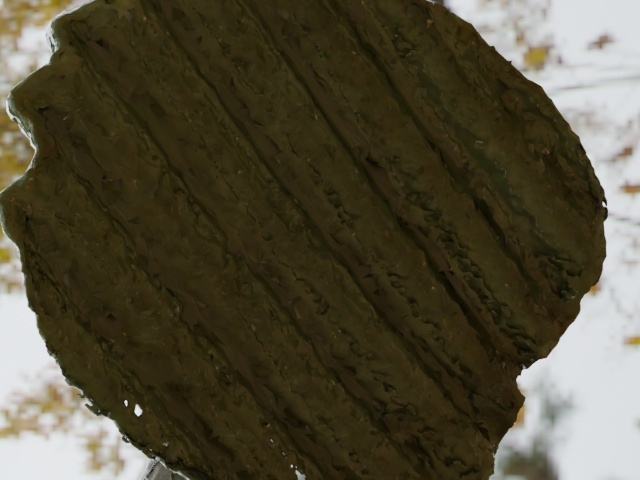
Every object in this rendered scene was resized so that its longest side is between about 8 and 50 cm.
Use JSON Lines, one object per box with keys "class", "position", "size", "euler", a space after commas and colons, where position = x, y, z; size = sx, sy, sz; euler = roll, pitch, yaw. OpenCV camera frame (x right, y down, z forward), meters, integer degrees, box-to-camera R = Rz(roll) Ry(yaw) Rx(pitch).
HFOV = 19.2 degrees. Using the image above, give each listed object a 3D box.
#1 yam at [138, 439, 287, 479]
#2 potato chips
{"class": "yam", "position": [-0.089, 0.190, 1.367], "size": [0.107, 0.107, 0.183], "euler": [48, -120, -45]}
{"class": "potato chips", "position": [0.000, 0.000, 1.137], "size": [0.429, 0.070, 0.358], "euler": [50, -115, -27]}
